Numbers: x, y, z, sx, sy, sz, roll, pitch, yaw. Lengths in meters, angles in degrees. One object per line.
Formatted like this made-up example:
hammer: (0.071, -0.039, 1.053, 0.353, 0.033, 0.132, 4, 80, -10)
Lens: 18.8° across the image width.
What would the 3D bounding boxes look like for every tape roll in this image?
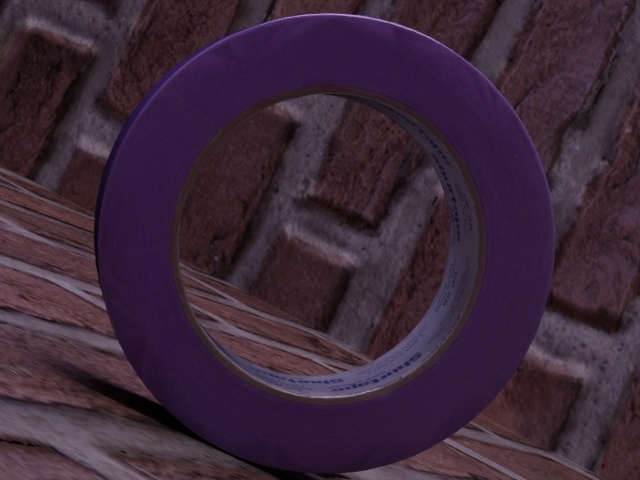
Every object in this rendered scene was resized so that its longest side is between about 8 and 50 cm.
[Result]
tape roll: (0.000, 0.000, 1.185, 0.275, 0.275, 0.090, 26, 0, -9)
